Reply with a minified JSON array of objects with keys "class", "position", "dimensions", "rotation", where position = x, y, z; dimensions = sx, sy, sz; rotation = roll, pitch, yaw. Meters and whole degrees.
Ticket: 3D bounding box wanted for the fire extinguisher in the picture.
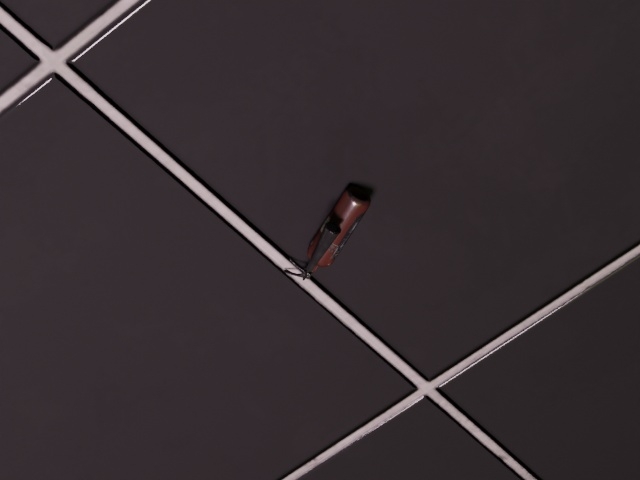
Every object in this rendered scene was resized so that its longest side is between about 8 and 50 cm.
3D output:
[{"class":"fire extinguisher","position":[0.005,0.004,1.133],"dimensions":[0.032,0.046,0.100],"rotation":[24,119,-16]}]
